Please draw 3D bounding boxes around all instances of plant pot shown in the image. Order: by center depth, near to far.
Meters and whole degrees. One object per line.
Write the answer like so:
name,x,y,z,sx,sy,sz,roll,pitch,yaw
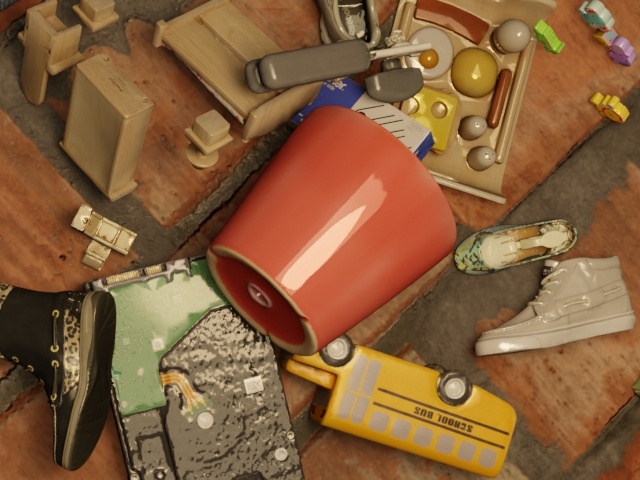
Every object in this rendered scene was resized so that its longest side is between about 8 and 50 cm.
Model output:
plant pot,0.000,0.000,1.753,0.243,0.275,0.275,-44,98,-22

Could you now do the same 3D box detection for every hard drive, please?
hard drive,-0.173,0.193,1.835,0.236,0.064,0.339,-14,92,-13

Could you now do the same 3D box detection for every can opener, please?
can opener,0.034,-0.222,1.763,0.280,0.074,0.093,-10,90,-34

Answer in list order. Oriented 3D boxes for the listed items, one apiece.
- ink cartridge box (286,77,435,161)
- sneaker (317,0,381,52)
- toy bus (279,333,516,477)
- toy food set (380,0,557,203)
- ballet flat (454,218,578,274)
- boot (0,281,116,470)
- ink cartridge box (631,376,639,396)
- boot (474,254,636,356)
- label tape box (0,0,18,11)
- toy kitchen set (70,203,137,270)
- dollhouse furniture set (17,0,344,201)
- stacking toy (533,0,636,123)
ink cartridge box,0.046,-0.158,1.856,0.207,0.046,0.097,35,80,23
sneaker,0.023,-0.372,1.870,0.099,0.121,0.262,-27,94,-13
toy bus,0.102,0.220,1.876,0.332,0.108,0.130,19,86,-12
toy food set,0.201,-0.227,1.921,0.219,0.092,0.306,16,84,-12
ballet flat,0.288,0.005,1.948,0.188,0.070,0.070,-16,92,-13
boot,-0.368,0.171,1.762,0.178,0.085,0.236,9,92,17
ink cartridge box,0.607,0.237,2.020,0.235,0.056,0.171,43,79,-6
boot,0.331,0.091,1.950,0.258,0.095,0.123,-10,84,-22
label tape box,-0.512,-0.297,1.681,0.333,0.240,0.106,-34,96,-12
toy kitchen set,-0.299,0.002,1.806,0.083,0.075,0.068,27,83,-7
dollhouse furniture set,-0.185,-0.227,1.843,0.355,0.174,0.303,-33,70,-35
stacking toy,0.421,-0.302,1.957,0.221,0.052,0.167,42,78,-33
